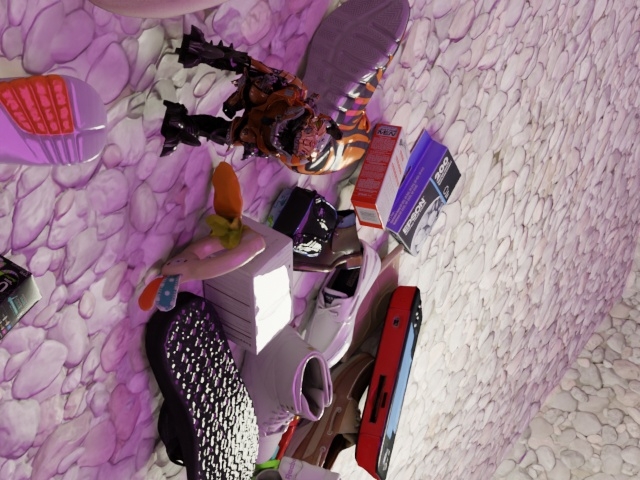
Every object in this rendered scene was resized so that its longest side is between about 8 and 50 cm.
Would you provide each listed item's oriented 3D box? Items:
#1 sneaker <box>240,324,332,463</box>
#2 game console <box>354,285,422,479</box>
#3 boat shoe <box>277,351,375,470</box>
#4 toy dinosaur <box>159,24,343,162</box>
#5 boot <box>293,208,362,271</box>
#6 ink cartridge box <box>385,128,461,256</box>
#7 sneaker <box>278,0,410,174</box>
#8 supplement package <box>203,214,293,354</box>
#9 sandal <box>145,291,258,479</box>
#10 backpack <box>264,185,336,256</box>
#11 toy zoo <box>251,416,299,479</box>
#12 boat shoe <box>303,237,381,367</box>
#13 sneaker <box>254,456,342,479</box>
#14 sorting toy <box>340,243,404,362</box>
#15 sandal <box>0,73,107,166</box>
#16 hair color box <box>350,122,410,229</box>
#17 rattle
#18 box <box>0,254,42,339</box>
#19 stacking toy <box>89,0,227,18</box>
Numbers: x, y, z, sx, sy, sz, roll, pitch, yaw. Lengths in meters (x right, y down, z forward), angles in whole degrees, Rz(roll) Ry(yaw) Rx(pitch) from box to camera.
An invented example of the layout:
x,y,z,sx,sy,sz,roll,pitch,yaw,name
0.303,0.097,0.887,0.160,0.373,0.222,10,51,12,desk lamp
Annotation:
x,y,z,sx,sy,sz,roll,pitch,yaw,name
-0.069,0.293,2.071,0.108,0.169,0.292,-9,119,-36,sneaker
0.156,0.304,2.505,0.342,0.060,0.386,58,45,-70,game console
0.034,0.376,2.432,0.324,0.116,0.123,-55,153,-18,boat shoe
-0.088,-0.167,1.548,0.322,0.218,0.164,178,-79,-74,toy dinosaur
0.000,0.000,2.102,0.219,0.082,0.106,-6,97,-58,boot
0.201,-0.092,2.406,0.206,0.045,0.208,-60,153,-8,ink cartridge box
0.045,-0.245,1.906,0.321,0.125,0.180,-54,159,4,sneaker
-0.113,0.070,1.885,0.105,0.105,0.179,-44,149,-37,supplement package
-0.199,0.265,1.932,0.167,0.107,0.445,-40,133,-39,sandal
-0.030,-0.033,1.971,0.105,0.084,0.114,-63,150,-1,backpack
-0.097,0.345,2.254,0.192,0.030,0.293,14,101,-64,toy zoo
0.027,0.114,2.227,0.258,0.095,0.084,-68,152,-16,boat shoe
-0.072,0.506,2.311,0.305,0.152,0.114,-58,-173,43,sneaker
0.098,0.124,2.425,0.193,0.038,0.208,-43,152,-37,sorting toy
-0.357,-0.131,1.287,0.265,0.076,0.101,-6,105,-38,sandal
0.109,-0.116,2.152,0.093,0.053,0.167,66,40,-57,hair color box
-0.189,-0.001,1.723,0.200,0.130,0.142,-23,128,-17,rattle
-0.384,0.069,1.417,0.083,0.062,0.052,-49,152,-28,box
-0.179,-0.482,1.106,0.350,0.351,0.480,-52,136,-24,stacking toy
